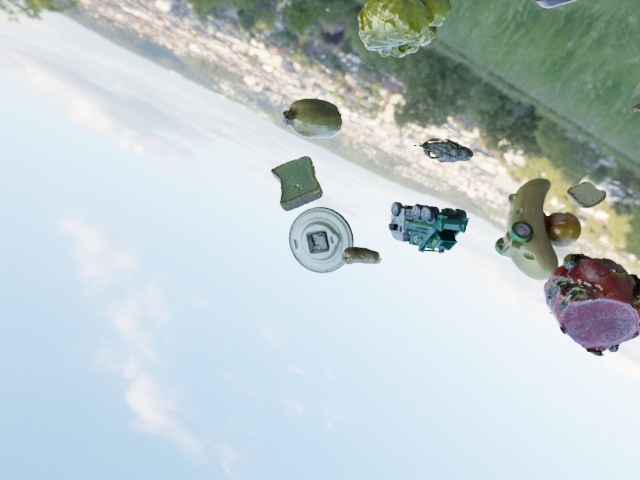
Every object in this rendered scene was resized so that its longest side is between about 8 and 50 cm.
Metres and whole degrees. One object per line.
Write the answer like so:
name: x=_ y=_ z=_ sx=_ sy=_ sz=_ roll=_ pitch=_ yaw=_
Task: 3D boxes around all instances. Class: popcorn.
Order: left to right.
popcorn: x=0.236 y=-0.637 z=1.345 sx=0.266 sy=0.192 sz=0.233 roll=-9 pitch=-179 yaw=21

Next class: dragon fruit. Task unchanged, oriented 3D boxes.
dragon fruit: x=0.653 y=0.160 z=1.102 sx=0.282 sy=0.211 sz=0.147 roll=54 pitch=-156 yaw=-21

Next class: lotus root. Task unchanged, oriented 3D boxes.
lotus root: x=-0.028 y=-0.492 z=1.902 sx=0.284 sy=0.146 sz=0.160 roll=-7 pitch=-132 yaw=-34

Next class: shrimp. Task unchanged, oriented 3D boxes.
shrimp: x=0.371 y=-0.275 z=1.437 sx=0.190 sy=0.074 sz=0.073 roll=15 pitch=-167 yaw=-4

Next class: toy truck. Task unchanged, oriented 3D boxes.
toy truck: x=0.257 y=-0.031 z=1.167 sx=0.110 sy=0.116 sz=0.216 roll=4 pitch=-174 yaw=-26

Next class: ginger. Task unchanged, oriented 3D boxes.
ginger: x=0.163 y=0.063 z=1.914 sx=0.190 sy=0.069 sz=0.095 roll=1 pitch=-143 yaw=-29

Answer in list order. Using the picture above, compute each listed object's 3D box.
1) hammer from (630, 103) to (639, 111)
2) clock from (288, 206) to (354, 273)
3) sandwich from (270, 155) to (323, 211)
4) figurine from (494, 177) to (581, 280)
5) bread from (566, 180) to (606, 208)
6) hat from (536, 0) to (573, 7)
hammer: x=0.779 y=-0.303 z=1.127 sx=0.014 sy=0.029 sz=0.123 roll=44 pitch=-155 yaw=-17
clock: x=0.000 y=0.000 z=2.206 sx=0.318 sy=0.318 sz=0.080 roll=28 pitch=-162 yaw=13
sandwich: x=-0.096 y=-0.236 z=1.934 sx=0.065 sy=0.186 sz=0.214 roll=58 pitch=-166 yaw=-53
figurine: x=0.642 y=-0.038 z=1.365 sx=0.222 sy=0.324 sz=0.124 roll=16 pitch=155 yaw=5
bread: x=1.085 y=-0.182 z=1.930 sx=0.126 sy=0.129 sz=0.044 roll=55 pitch=169 yaw=34
hat: x=0.709 y=-0.728 z=1.327 sx=0.089 sy=0.205 sz=0.205 roll=67 pitch=175 yaw=-23
